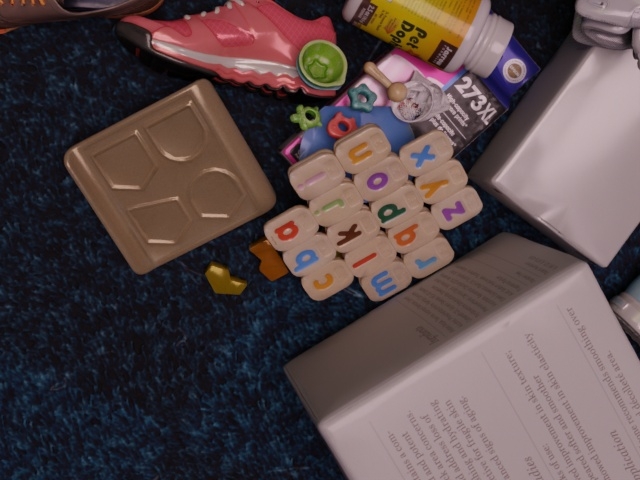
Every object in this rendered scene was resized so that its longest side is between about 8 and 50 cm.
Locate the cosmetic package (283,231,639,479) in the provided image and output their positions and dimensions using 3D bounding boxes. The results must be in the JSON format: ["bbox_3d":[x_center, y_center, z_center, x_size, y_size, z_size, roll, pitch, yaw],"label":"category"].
[{"bbox_3d":[0.212,0.236,1.684,0.394,0.327,0.329,-31,102,-5],"label":"cosmetic package"}]

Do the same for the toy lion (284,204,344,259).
[{"bbox_3d":[0.000,0.000,1.783,0.096,0.034,0.100,0,80,-29],"label":"toy lion"}]

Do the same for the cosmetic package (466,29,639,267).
[{"bbox_3d":[0.412,-0.178,1.766,0.217,0.156,0.385,38,92,-11],"label":"cosmetic package"}]

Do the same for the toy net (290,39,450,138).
[{"bbox_3d":[0.075,-0.193,1.676,0.232,0.045,0.122,7,69,-18],"label":"toy net"}]

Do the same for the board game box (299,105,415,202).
[{"bbox_3d":[0.049,-0.119,1.720,0.169,0.033,0.133,-2,98,-16],"label":"board game box"}]

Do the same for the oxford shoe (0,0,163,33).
[{"bbox_3d":[-0.382,-0.343,1.634,0.364,0.133,0.129,-8,99,-7],"label":"oxford shoe"}]

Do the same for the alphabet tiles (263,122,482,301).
[{"bbox_3d":[0.074,-0.034,1.719,0.278,0.021,0.284,-30,131,6],"label":"alphabet tiles"}]

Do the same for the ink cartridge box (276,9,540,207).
[{"bbox_3d":[0.131,-0.185,1.771,0.371,0.069,0.175,-43,101,-3],"label":"ink cartridge box"}]

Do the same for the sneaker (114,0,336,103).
[{"bbox_3d":[-0.123,-0.280,1.708,0.314,0.116,0.136,11,86,-17],"label":"sneaker"}]

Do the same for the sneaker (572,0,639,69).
[{"bbox_3d":[0.366,-0.388,1.621,0.366,0.137,0.210,42,90,12],"label":"sneaker"}]

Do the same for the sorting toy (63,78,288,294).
[{"bbox_3d":[-0.184,-0.049,1.744,0.229,0.041,0.307,-28,112,5],"label":"sorting toy"}]

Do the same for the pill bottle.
[{"bbox_3d":[0.145,-0.301,1.667,0.215,0.117,0.117,26,93,-5],"label":"pill bottle"}]

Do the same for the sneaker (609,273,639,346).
[{"bbox_3d":[0.601,0.174,1.852,0.366,0.135,0.150,43,93,-12],"label":"sneaker"}]
